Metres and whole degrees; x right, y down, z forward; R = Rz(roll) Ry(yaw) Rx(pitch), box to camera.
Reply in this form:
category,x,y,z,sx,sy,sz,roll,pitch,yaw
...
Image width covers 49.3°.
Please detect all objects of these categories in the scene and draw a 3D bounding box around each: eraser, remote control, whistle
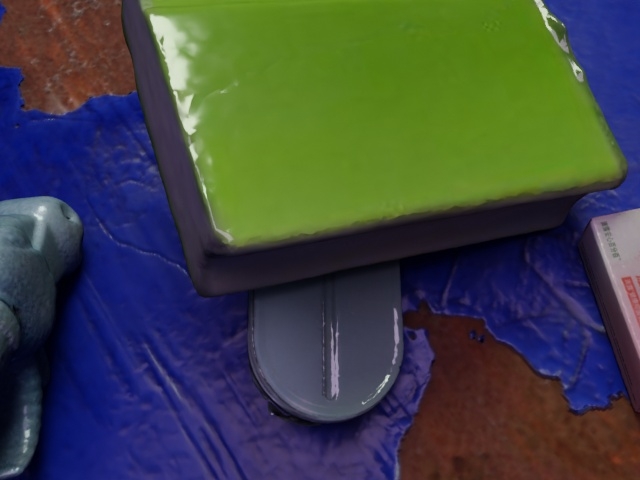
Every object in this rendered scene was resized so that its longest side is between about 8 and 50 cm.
category,x,y,z,sx,sy,sz,roll,pitch,yaw
eraser,0.032,-0.091,0.449,0.274,0.092,0.210,-13,71,-22
remote control,0.000,0.000,0.480,0.104,0.052,0.248,6,68,-14
whistle,-0.220,0.047,0.444,0.093,0.180,0.269,-8,34,2

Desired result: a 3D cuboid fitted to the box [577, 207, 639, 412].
category,x,y,z,sx,sy,sz,roll,pitch,yaw
box,0.230,0.040,0.449,0.089,0.043,0.125,-12,65,2
